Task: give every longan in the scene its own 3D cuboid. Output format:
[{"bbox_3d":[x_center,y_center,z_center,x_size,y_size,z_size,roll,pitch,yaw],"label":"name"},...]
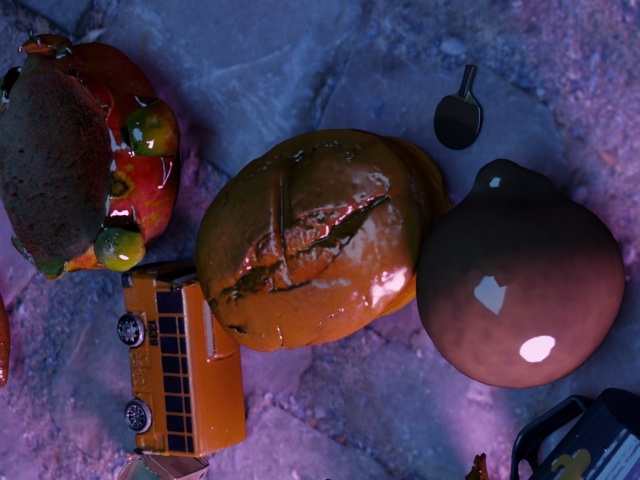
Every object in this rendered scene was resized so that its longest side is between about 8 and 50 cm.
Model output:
[{"bbox_3d":[0.174,0.028,1.261,0.185,0.159,0.204,-11,84,10],"label":"longan"}]

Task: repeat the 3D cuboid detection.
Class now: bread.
[{"bbox_3d":[0.000,0.000,1.383,0.269,0.142,0.195,-26,81,35],"label":"bread"}]

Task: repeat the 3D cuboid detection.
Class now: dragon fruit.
[{"bbox_3d":[-0.251,-0.082,1.531,0.268,0.130,0.295,-45,64,31],"label":"dragon fruit"}]

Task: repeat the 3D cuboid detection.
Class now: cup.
[{"bbox_3d":[0.245,0.211,1.269,0.155,0.131,0.176,-58,41,20],"label":"cup"}]

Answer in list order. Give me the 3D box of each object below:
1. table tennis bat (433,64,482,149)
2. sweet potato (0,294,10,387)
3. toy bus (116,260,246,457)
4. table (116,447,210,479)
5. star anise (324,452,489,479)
[{"bbox_3d":[0.134,-0.127,1.357,0.050,0.007,0.083,22,109,30],"label":"table tennis bat"},{"bbox_3d":[-0.419,0.051,1.718,0.057,0.057,0.264,-23,82,33],"label":"sweet potato"},{"bbox_3d":[-0.145,0.125,1.518,0.114,0.098,0.201,0,96,33],"label":"toy bus"},{"bbox_3d":[-0.182,0.269,1.569,0.062,0.083,0.079,35,115,24],"label":"table"},{"bbox_3d":[0.138,0.344,1.332,0.346,0.148,0.237,45,120,32],"label":"star anise"}]
